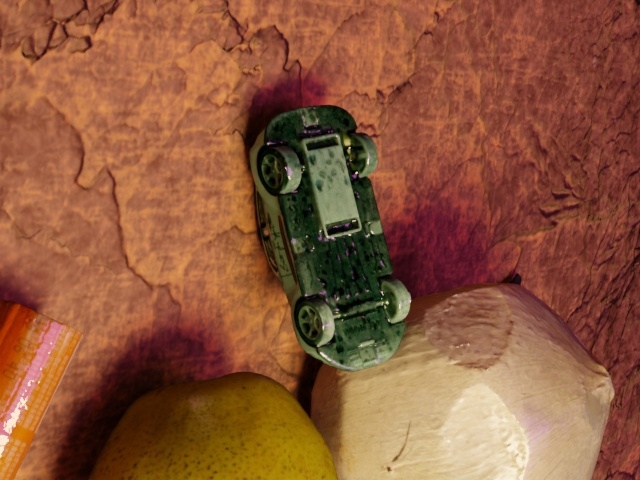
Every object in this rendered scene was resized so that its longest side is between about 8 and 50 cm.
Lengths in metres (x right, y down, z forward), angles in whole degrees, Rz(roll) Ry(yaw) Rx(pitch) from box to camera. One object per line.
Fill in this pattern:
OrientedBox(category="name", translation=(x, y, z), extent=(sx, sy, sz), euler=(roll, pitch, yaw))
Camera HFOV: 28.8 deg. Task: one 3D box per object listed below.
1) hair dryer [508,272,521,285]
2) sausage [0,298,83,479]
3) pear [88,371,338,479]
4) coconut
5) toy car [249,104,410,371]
OrientedBox(category="hair dryer", translation=(0.248, 0.196, 1.872), extent=(0.344, 0.106, 0.189), euler=(-60, 140, -28))
OrientedBox(category="sausage", translation=(-0.330, 0.210, 1.160), extent=(0.093, 0.093, 0.312), euler=(38, 72, -49))
OrientedBox(category="pear", translation=(-0.108, 0.292, 1.319), extent=(0.294, 0.294, 0.294), euler=(-19, 116, -47))
OrientedBox(category="coconut", translation=(0.191, 0.225, 1.551), extent=(0.346, 0.360, 0.346), euler=(26, 59, -55))
OrientedBox(category="toy car", translation=(0.000, 0.000, 1.445), extent=(0.136, 0.125, 0.306), euler=(-14, 92, -36))
